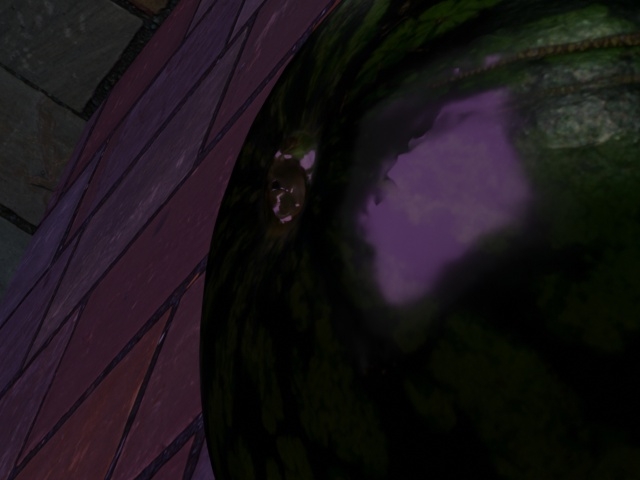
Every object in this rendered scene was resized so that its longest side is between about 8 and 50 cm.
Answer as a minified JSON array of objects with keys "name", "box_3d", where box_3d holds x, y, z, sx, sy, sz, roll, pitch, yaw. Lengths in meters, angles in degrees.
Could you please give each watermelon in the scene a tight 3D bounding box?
[{"name":"watermelon","box_3d":[0.105,0.027,0.595,0.285,0.285,0.285,-53,14,19]}]
